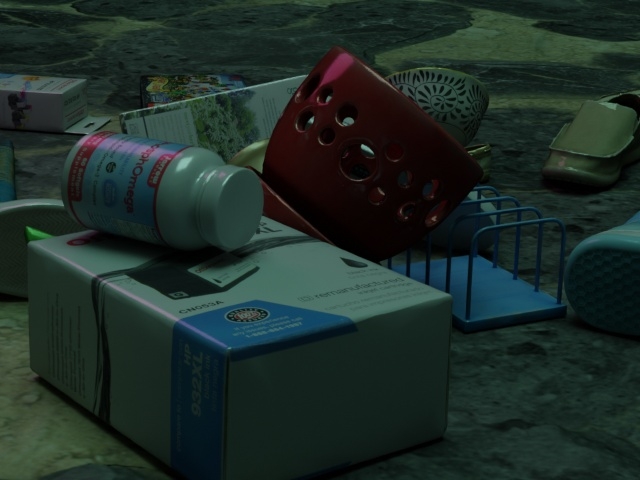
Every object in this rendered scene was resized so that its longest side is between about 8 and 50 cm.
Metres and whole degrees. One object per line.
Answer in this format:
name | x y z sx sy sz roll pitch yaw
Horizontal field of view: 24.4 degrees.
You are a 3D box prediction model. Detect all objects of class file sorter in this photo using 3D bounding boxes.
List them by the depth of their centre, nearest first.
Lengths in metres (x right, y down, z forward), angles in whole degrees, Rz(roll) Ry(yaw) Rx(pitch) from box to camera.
file sorter | 0.155 0.009 1.494 0.118 0.104 0.170 -7 20 -25

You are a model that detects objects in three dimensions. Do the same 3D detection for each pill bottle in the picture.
pill bottle | -0.130 -0.039 1.231 0.160 0.087 0.087 11 21 32

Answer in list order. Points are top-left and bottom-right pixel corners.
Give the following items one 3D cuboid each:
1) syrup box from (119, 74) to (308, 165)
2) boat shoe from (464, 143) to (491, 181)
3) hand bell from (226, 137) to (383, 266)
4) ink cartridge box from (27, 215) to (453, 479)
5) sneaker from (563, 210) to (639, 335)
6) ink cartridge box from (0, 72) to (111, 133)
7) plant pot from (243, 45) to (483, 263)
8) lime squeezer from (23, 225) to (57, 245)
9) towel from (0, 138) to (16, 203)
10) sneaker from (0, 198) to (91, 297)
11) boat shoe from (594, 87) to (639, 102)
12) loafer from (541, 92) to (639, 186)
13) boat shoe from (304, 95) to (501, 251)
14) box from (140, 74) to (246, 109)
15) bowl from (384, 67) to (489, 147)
syrup box | -0.121 -0.131 1.813 0.237 0.093 0.096 -13 1 -6
boat shoe | 0.144 -0.104 1.921 0.153 0.048 0.056 3 18 5
hand bell | 0.000 0.000 1.561 0.126 0.126 0.242 -11 35 -33
ink cartridge box | -0.075 0.078 1.226 0.223 0.129 0.307 -12 22 -36
sneaker | 0.418 0.024 1.434 0.319 0.127 0.208 12 22 26
ink cartridge box | -0.404 -0.199 2.148 0.181 0.061 0.104 5 19 10
plant pot | 0.031 -0.063 1.414 0.191 0.174 0.191 41 4 -4
lime squeezer | -0.126 0.027 1.451 0.310 0.059 0.110 -7 47 -24
towel | -0.503 -0.065 1.780 0.271 0.040 0.370 -1 17 -11
sneaker | -0.326 -0.013 1.522 0.293 0.108 0.169 -1 22 -4
boat shoe | 0.508 -0.189 2.140 0.257 0.095 0.095 0 12 -3
loafer | 0.367 -0.138 1.970 0.102 0.092 0.268 10 20 25
boat shoe | 0.089 -0.081 1.664 0.267 0.096 0.088 25 47 13
box | -0.185 -0.201 2.197 0.159 0.044 0.233 -1 18 -8
bowl | 0.142 -0.150 1.968 0.170 0.170 0.080 -1 63 -1
